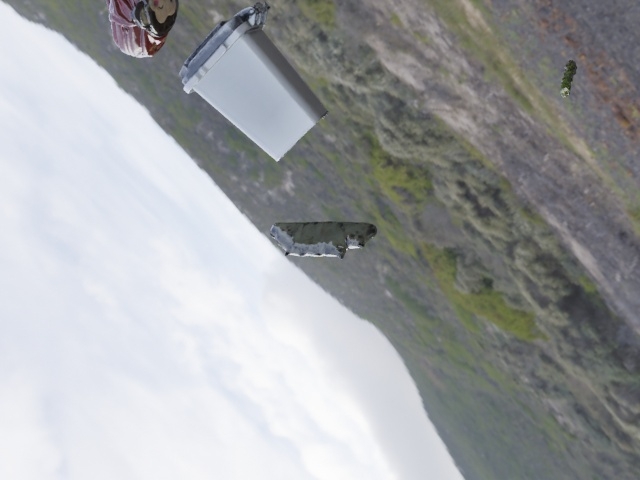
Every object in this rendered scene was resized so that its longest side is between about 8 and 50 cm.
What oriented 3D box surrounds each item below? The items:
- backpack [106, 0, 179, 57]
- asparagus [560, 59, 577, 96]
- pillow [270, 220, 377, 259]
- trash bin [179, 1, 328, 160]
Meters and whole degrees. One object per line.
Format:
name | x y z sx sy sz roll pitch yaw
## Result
backpack | -0.441 -0.560 1.749 0.139 0.229 0.229 15 180 10
asparagus | 0.631 -0.417 1.800 0.036 0.030 0.165 53 -138 -22
pillow | -0.001 0.001 1.509 0.051 0.241 0.093 71 -152 -48
trash bin | -0.157 -0.430 1.942 0.367 0.296 0.256 45 -162 -7
